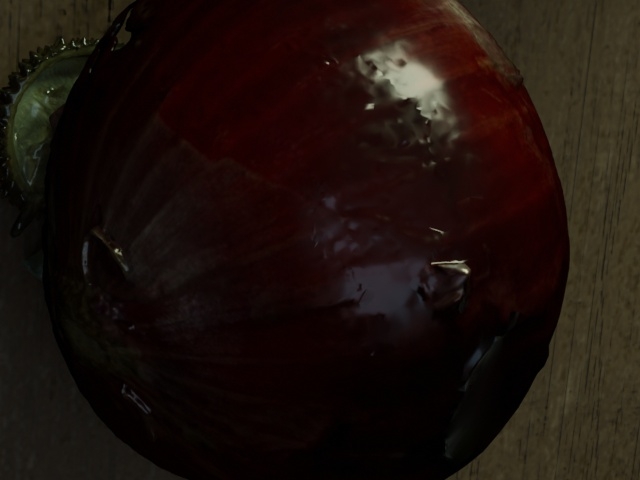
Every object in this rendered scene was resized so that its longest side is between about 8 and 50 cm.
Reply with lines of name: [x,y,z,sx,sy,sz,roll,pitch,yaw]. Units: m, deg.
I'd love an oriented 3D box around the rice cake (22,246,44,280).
rice cake: [-0.121,0.072,1.162,0.043,0.034,0.211,-40,117,-3]

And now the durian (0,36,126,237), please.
durian: [-0.167,-0.064,1.080,0.110,0.071,0.140,39,74,-33]

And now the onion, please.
onion: [-0.006,-0.001,1.008,0.341,0.341,0.341,-7,108,-22]
